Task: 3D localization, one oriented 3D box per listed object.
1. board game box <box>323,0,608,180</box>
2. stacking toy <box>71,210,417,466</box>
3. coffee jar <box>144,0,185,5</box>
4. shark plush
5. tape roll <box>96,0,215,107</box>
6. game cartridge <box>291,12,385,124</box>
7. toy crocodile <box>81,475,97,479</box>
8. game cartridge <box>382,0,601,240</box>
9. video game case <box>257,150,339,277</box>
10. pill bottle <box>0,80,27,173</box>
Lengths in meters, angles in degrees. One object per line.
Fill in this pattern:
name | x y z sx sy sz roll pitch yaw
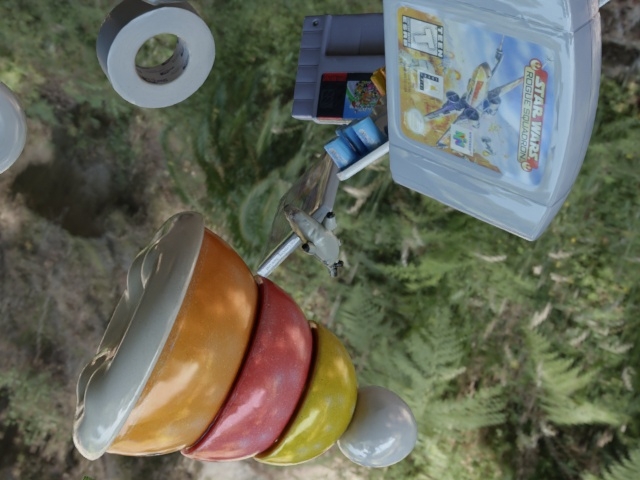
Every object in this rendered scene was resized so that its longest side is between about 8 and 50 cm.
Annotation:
board game box | 0.197 -0.264 1.074 0.050 0.390 0.390 51 -154 -12
stacking toy | -0.068 0.201 1.141 0.479 0.351 0.350 25 174 -15
coffee jar | -0.116 -0.288 0.676 0.079 0.184 0.096 23 -159 -3
shark plush | 0.000 0.000 1.245 0.067 0.073 0.161 23 169 35
tape roll | -0.320 -0.370 1.599 0.219 0.219 0.072 29 -162 -50
game cartridge | 0.110 -0.347 1.663 0.355 0.230 0.068 6 174 30
toy crocodile | -0.351 0.574 1.610 0.340 0.115 0.105 29 167 18
game cartridge | 0.149 -0.140 0.740 0.198 0.062 0.297 31 144 35
video game case | -0.028 -0.060 1.393 0.023 0.212 0.193 34 127 -16
pill bottle | -0.631 -0.215 1.434 0.181 0.181 0.323 26 180 -32
